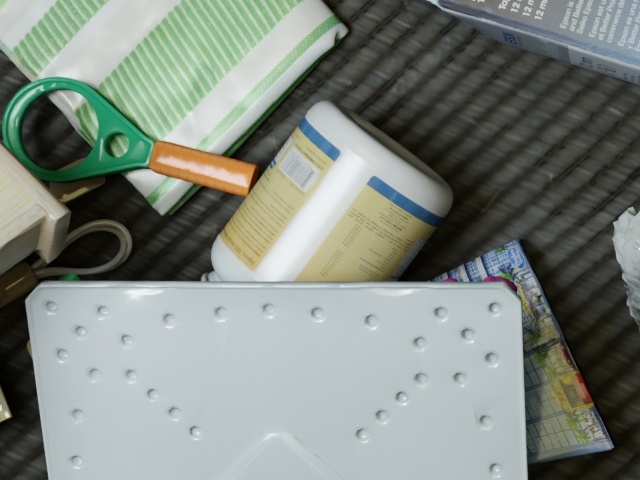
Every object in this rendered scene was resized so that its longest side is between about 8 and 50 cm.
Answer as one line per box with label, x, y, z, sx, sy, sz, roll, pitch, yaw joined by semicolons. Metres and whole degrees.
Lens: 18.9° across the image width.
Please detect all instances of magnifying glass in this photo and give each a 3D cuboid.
magnifying glass;-0.165;-0.079;1.657;0.231;0.026;0.092;15;88;14

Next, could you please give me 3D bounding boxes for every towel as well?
towel;-0.164;-0.214;1.698;0.248;0.038;0.325;-45;79;5

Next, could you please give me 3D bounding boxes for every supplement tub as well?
supplement tub;0.000;0.000;1.592;0.144;0.144;0.199;38;98;11

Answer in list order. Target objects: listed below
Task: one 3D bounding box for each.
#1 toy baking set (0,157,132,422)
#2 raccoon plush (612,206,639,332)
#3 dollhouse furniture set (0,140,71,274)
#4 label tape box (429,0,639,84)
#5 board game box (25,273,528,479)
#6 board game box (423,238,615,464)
toy baking set;-0.265;0.051;1.681;0.197;0.030;0.256;1;71;3
raccoon plush;0.272;0.232;1.518;0.299;0.216;0.446;-34;66;11
dollhouse furniture set;-0.370;0.083;1.530;0.362;0.394;0.256;45;60;13
label tape box;0.237;-0.271;1.580;0.348;0.115;0.249;18;90;11
board game box;-0.024;0.207;1.560;0.390;0.050;0.390;0;111;11
board game box;0.118;0.124;1.608;0.194;0.060;0.194;-26;82;8
